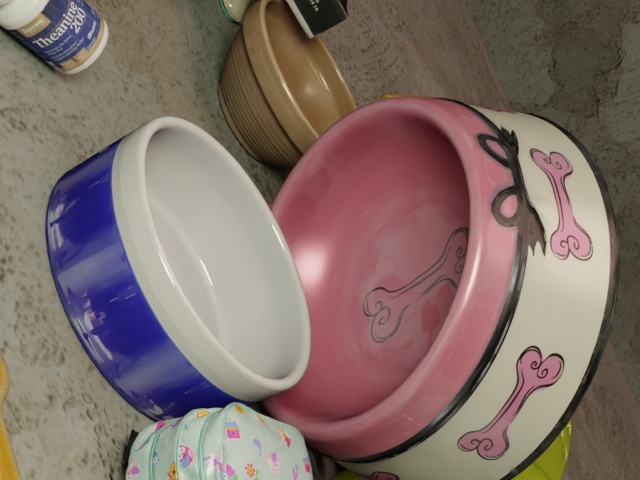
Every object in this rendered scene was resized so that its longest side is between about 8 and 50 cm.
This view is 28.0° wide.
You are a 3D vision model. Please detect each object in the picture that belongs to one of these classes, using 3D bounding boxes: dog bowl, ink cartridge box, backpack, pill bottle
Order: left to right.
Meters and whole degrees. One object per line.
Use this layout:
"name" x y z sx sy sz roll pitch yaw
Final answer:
"pill bottle" -0.253 -0.207 1.157 0.120 0.067 0.067 40 30 -48
"dog bowl" -0.121 0.029 1.143 0.265 0.104 0.265 51 23 -32
"backpack" -0.075 0.199 1.035 0.182 0.115 0.152 35 37 -48
"ink cartridge box" -0.030 -0.402 1.682 0.175 0.069 0.371 58 12 -22
"dog bowl" 0.081 0.042 1.243 0.150 0.408 0.408 22 42 -35

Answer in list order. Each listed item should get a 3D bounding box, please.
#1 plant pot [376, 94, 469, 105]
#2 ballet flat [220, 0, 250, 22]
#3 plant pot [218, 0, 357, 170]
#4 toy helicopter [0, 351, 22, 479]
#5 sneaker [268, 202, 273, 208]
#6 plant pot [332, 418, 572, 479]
"plant pot" 0.114 -0.077 1.745 0.187 0.212 0.212 23 43 -42
"ballet flat" -0.114 -0.367 1.724 0.057 0.052 0.168 39 31 -50
"plant pot" -0.048 -0.169 1.561 0.237 0.110 0.237 51 22 -30
"toy helicopter" -0.209 0.185 0.756 0.235 0.140 0.355 23 33 -48
"sneaker" 0.000 0.000 1.523 0.170 0.075 0.063 46 26 -40
"plant pot" 0.145 0.219 1.412 0.228 0.227 0.207 47 31 -39
